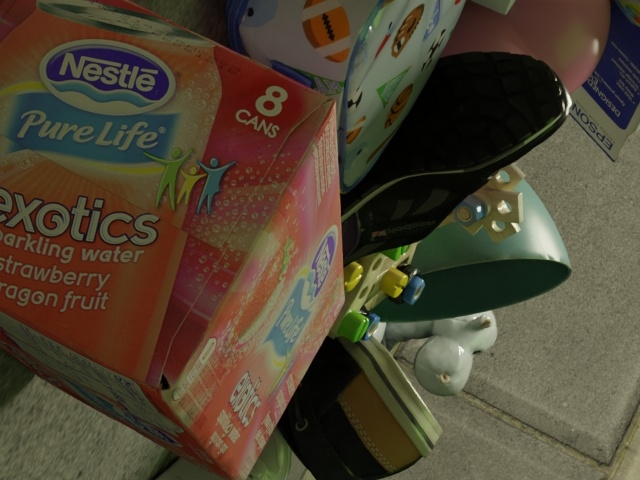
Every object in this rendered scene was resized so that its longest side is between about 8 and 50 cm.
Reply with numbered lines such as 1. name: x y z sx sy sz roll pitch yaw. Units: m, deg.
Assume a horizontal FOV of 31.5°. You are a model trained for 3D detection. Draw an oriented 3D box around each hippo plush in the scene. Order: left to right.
1. hippo plush: 0.181 0.143 1.955 0.294 0.237 0.234 -61 169 -12

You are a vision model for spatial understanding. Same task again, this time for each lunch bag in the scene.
1. lunch bag: 0.027 -0.167 0.779 0.243 0.115 0.303 -58 170 -13

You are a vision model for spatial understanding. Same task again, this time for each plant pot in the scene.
1. plant pot: 0.166 -0.022 1.498 0.290 0.290 0.195 81 0 -73

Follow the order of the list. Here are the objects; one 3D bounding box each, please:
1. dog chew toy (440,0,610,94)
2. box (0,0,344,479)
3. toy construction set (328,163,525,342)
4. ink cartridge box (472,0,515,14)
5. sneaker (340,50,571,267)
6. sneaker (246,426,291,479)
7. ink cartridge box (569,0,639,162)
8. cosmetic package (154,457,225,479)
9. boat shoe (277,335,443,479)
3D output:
1. dog chew toy: 0.135 -0.165 1.099 0.332 0.207 0.206 -50 166 -22
2. box: -0.083 0.016 0.581 0.142 0.154 0.300 -60 168 -15
3. toy construction set: 0.070 -0.001 1.221 0.328 0.151 0.215 -18 136 -40
4. ink cartridge box: 0.143 -0.309 0.938 0.128 0.127 0.176 -53 166 -42
5. sneaker: 0.082 -0.060 0.964 0.283 0.107 0.124 -24 150 17
6. sneaker: -0.107 0.323 1.424 0.228 0.087 0.092 -67 167 10
7. ink cartridge box: 0.279 -0.276 1.235 0.072 0.303 0.307 -34 162 -11
8. cosmetic package: -0.132 0.337 1.144 0.151 0.151 0.184 -65 170 17
9. boat shoe: 0.018 0.195 1.397 0.156 0.186 0.500 -36 -175 -4
